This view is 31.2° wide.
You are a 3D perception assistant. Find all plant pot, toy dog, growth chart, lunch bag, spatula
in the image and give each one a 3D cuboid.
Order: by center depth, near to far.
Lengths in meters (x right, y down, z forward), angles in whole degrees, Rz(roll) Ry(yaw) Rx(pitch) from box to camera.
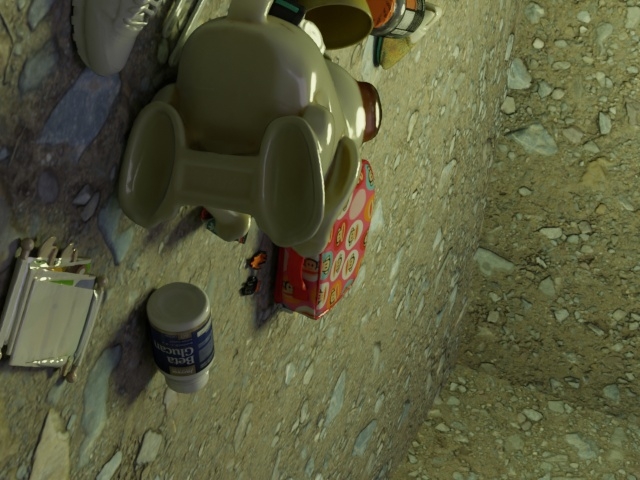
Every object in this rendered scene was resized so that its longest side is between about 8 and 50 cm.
[{"bbox_3d":[-0.331,0.086,1.426,0.237,0.021,0.172,39,69,-71],"label":"growth chart"},{"bbox_3d":[-0.166,-0.363,1.512,0.168,0.019,0.242,76,36,-68],"label":"spatula"},{"bbox_3d":[-0.074,-0.170,1.632,0.408,0.284,0.396,-10,98,-72],"label":"toy dog"},{"bbox_3d":[0.016,-0.388,1.877,0.134,0.134,0.095,62,21,-66],"label":"plant pot"},{"bbox_3d":[0.000,0.000,2.172,0.258,0.120,0.293,-48,150,-52],"label":"lunch bag"}]

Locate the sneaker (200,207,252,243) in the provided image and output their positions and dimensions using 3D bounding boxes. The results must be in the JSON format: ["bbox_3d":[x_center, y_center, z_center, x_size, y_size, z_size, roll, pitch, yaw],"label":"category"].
[{"bbox_3d":[-0.147,-0.049,1.793,0.161,0.075,0.057,-98,-157,-64],"label":"sneaker"}]

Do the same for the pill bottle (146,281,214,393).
[{"bbox_3d":[-0.208,0.152,1.733,0.169,0.094,0.094,89,25,-44],"label":"pill bottle"}]

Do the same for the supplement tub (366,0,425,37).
[{"bbox_3d":[0.117,-0.434,2.120,0.190,0.117,0.117,-17,122,-68],"label":"supplement tub"}]

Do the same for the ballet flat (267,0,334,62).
[{"bbox_3d":[-0.037,-0.291,1.829,0.280,0.096,0.095,63,46,-66],"label":"ballet flat"}]

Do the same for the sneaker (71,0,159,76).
[{"bbox_3d":[-0.213,-0.296,1.302,0.090,0.094,0.235,-29,136,-67],"label":"sneaker"}]

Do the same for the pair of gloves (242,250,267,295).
[{"bbox_3d":[-0.118,0.059,2.055,0.074,0.010,0.083,-15,124,-71],"label":"pair of gloves"}]

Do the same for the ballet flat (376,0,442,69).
[{"bbox_3d":[0.201,-0.505,2.309,0.123,0.123,0.349,-29,134,-65],"label":"ballet flat"}]
